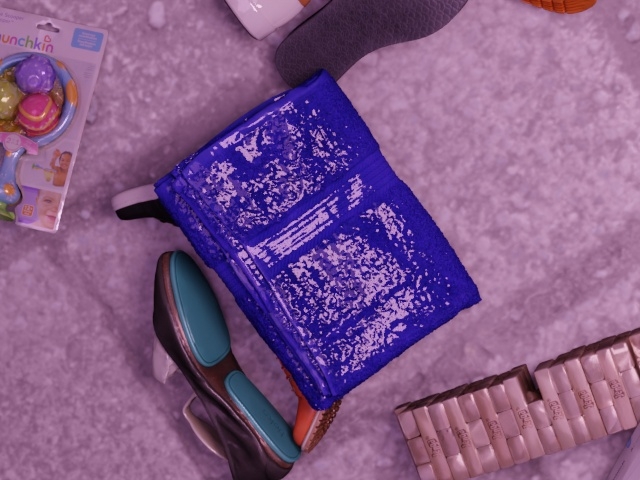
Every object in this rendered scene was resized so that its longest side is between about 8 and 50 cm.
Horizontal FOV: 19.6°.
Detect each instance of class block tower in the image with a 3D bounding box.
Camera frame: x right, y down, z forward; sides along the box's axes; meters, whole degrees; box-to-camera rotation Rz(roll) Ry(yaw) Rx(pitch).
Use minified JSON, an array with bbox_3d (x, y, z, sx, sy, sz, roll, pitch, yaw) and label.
[{"bbox_3d":[0.244,0.172,1.956,0.335,0.097,0.091,-20,90,15],"label":"block tower"}]

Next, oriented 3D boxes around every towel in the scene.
[{"bbox_3d":[0.000,0.000,1.952,0.228,0.076,0.308,-36,95,-5],"label":"towel"}]

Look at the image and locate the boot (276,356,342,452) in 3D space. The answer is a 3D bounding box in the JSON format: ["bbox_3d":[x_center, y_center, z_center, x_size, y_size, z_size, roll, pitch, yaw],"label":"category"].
[{"bbox_3d":[-0.015,0.150,2.033,0.085,0.059,0.158,15,90,14],"label":"boot"}]

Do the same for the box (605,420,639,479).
[{"bbox_3d":[0.386,0.229,1.899,0.145,0.038,0.186,15,123,-10],"label":"box"}]

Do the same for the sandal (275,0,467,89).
[{"bbox_3d":[0.054,-0.241,1.951,0.254,0.054,0.097,-25,107,36],"label":"sandal"}]

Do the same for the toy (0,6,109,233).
[{"bbox_3d":[-0.329,-0.138,2.038,0.137,0.056,0.237,13,84,4],"label":"toy"}]

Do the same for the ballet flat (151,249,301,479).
[{"bbox_3d":[-0.129,0.150,2.039,0.096,0.095,0.280,-30,88,25],"label":"ballet flat"}]

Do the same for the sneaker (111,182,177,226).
[{"bbox_3d":[-0.118,-0.013,2.024,0.217,0.079,0.121,-10,92,12],"label":"sneaker"}]

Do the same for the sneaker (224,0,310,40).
[{"bbox_3d":[-0.101,-0.365,1.984,0.123,0.106,0.290,-34,98,9],"label":"sneaker"}]

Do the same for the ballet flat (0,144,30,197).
[{"bbox_3d":[-0.366,-0.123,2.093,0.057,0.049,0.173,-27,82,5],"label":"ballet flat"}]

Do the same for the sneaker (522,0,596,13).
[{"bbox_3d":[0.178,-0.326,1.936,0.262,0.099,0.121,19,78,13],"label":"sneaker"}]
